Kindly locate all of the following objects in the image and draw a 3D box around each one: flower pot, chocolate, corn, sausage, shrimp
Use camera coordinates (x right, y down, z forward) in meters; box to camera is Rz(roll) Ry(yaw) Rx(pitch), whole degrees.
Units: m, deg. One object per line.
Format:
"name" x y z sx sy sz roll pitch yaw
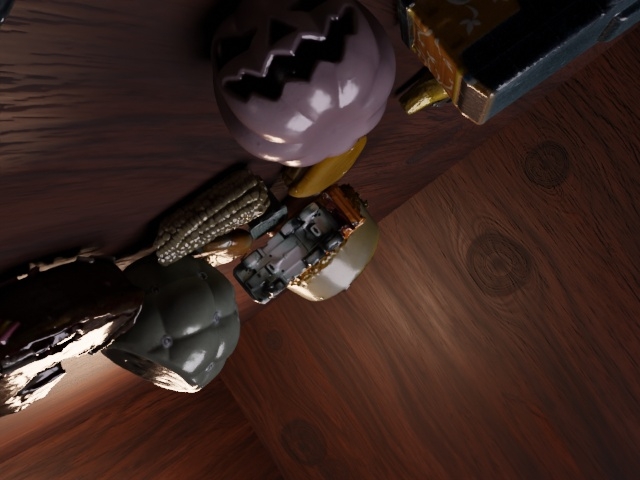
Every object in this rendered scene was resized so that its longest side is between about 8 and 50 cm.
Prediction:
"flower pot" -0.258 0.138 1.036 0.246 0.246 0.195 -47 -162 60
"chocolate" 0.243 -0.304 1.090 0.219 0.086 0.085 -35 173 17
"corn" -0.181 -0.040 0.952 0.210 0.087 0.087 -27 173 -1
"sausage" -0.063 -0.073 1.349 0.176 0.040 0.047 -38 128 21
"shrimp" -0.225 0.024 1.149 0.152 0.063 0.287 -13 175 -26

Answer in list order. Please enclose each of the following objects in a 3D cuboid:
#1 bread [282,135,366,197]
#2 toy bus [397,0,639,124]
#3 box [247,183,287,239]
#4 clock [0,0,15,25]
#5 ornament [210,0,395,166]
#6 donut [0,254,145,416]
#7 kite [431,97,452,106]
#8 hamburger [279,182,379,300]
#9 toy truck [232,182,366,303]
"bread" 0.013 -0.156 1.077 0.115 0.077 0.200 -19 164 -36
"toy bus" 0.272 -0.309 0.723 0.323 0.194 0.162 -35 172 7
"box" -0.115 -0.057 1.145 0.084 0.069 0.122 -35 173 -8
"clock" -0.248 -0.120 0.212 0.280 0.055 0.280 -34 173 -5
"ornament" -0.021 -0.165 0.577 0.177 0.178 0.177 -33 173 -5
"donut" -0.443 0.157 0.853 0.345 0.136 0.259 -39 169 30
"kite" 0.412 -0.407 1.399 0.368 0.014 0.406 -33 173 -5
"hamburger" 0.000 0.000 1.404 0.276 0.179 0.294 -37 -158 26
"toy truck" -0.045 0.008 1.204 0.270 0.114 0.135 -39 180 12
